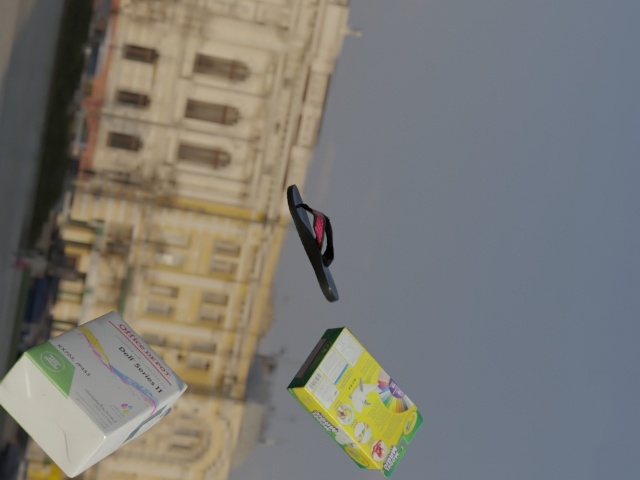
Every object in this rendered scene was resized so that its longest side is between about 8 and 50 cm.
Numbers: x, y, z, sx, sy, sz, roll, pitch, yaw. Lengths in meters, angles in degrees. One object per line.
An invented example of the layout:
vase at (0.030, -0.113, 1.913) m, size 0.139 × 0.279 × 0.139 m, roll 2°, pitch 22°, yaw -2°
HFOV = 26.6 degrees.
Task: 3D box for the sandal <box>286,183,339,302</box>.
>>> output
sandal at (0.000, 0.000, 1.714) m, size 0.067 × 0.040 × 0.179 m, roll 52°, pitch 13°, yaw -53°

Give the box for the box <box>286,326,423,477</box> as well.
box at (0.049, 0.205, 1.695) m, size 0.043 × 0.179 × 0.105 m, roll -13°, pitch -146°, yaw 53°

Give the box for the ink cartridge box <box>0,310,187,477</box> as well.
ink cartridge box at (-0.380, 0.251, 2.379) m, size 0.119 × 0.207 × 0.353 m, roll -49°, pitch 171°, yaw 24°
